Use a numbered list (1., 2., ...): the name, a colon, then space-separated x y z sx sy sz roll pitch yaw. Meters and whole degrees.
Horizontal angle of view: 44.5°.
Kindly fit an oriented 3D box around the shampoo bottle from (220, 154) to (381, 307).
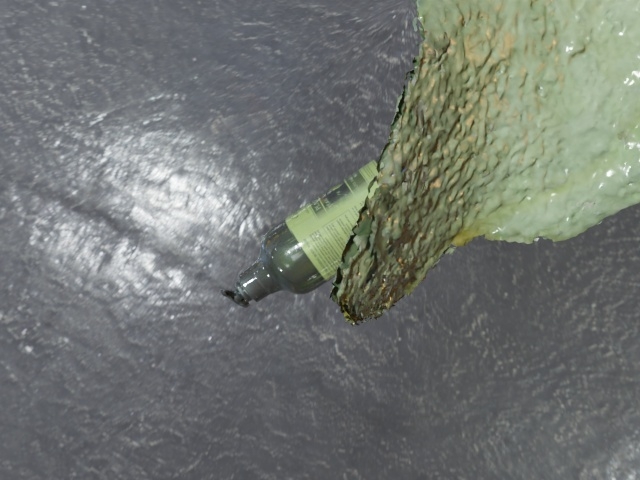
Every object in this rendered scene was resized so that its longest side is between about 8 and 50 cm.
1. shampoo bottle: 0.000 0.000 1.022 0.284 0.101 0.101 -34 101 4

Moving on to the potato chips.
1. potato chips: 0.088 -0.056 0.350 0.228 0.059 0.167 -28 120 -5
